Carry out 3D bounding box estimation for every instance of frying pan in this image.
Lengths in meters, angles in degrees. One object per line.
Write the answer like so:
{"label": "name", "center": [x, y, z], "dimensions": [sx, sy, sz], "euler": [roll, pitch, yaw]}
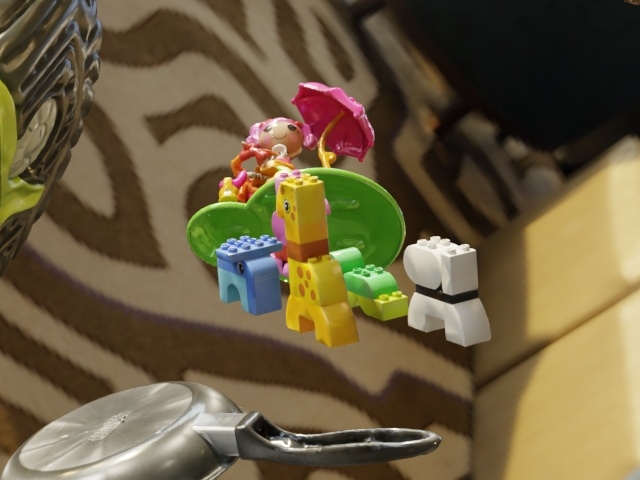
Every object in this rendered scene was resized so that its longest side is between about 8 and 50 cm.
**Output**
{"label": "frying pan", "center": [-0.100, 0.150, 1.091], "dimensions": [0.197, 0.326, 0.053], "euler": [-31, 108, -37]}

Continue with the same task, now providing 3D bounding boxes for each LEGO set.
{"label": "LEGO set", "center": [0.000, 0.000, 0.979], "dimensions": [0.087, 0.227, 0.093], "euler": [-13, 107, -29]}

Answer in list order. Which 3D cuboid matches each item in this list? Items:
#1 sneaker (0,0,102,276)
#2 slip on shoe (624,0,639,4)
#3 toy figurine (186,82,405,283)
{"label": "sneaker", "center": [-0.229, 0.026, 0.603], "dimensions": [0.147, 0.385, 0.145], "euler": [42, 17, 3]}
{"label": "slip on shoe", "center": [0.089, -0.082, 0.420], "dimensions": [0.135, 0.051, 0.041], "euler": [17, 35, -22]}
{"label": "toy figurine", "center": [-0.018, -0.059, 1.330], "dimensions": [0.159, 0.173, 0.130], "euler": [-88, 170, -46]}
